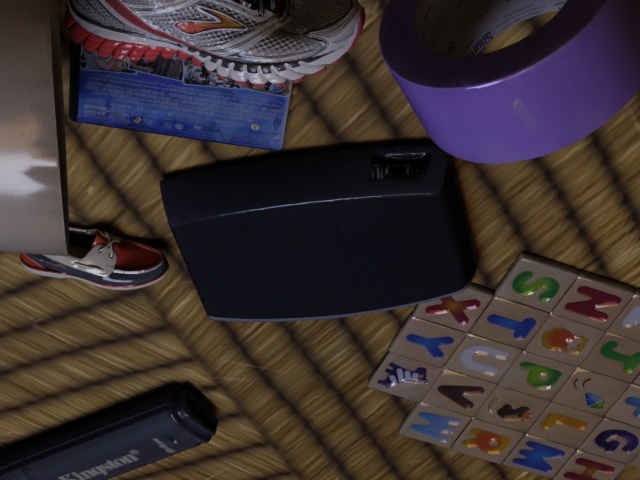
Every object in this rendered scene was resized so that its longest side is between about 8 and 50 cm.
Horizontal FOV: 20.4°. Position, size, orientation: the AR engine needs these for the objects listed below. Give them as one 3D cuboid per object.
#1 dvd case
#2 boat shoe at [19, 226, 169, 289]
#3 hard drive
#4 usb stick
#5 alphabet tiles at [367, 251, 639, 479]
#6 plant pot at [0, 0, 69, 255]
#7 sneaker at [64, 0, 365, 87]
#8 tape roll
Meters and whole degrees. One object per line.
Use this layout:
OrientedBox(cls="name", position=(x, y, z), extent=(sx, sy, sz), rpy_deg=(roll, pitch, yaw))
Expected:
OrientedBox(cls="dvd case", position=(-0.104, -0.178, 1.398), extent=(0.180, 0.022, 0.253), rpy_deg=(8, 136, -3))
OrientedBox(cls="boat shoe", position=(-0.203, 0.010, 1.585), extent=(0.137, 0.049, 0.043), rpy_deg=(7, 134, 4))
OrientedBox(cls="hard drive", position=(0.000, 0.000, 1.549), extent=(0.255, 0.054, 0.172), rpy_deg=(-7, 135, 12))
OrientedBox(cls="usb stick", position=(-0.231, 0.215, 1.799), extent=(0.278, 0.045, 0.077), rpy_deg=(-23, 129, 25))
OrientedBox(cls="alphabet tiles", position=(0.233, 0.135, 1.701), extent=(0.343, 0.011, 0.285), rpy_deg=(17, 134, -13))
OrientedBox(cls="plant pot", position=(-0.326, -0.107, 1.287), extent=(0.274, 0.256, 0.256), rpy_deg=(-4, 137, -6))
OrientedBox(cls="sneaker", position=(-0.079, -0.176, 1.317), extent=(0.225, 0.088, 0.092), rpy_deg=(6, 135, -1))
OrientedBox(cls="tape roll", position=(0.142, -0.150, 1.284), extent=(0.189, 0.189, 0.080), rpy_deg=(-17, 131, 21))
